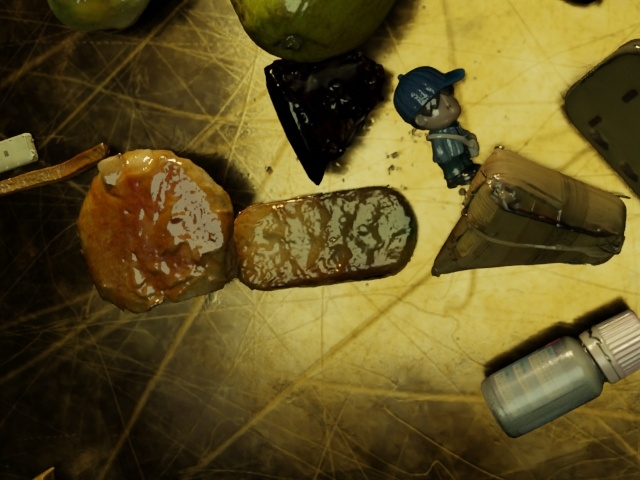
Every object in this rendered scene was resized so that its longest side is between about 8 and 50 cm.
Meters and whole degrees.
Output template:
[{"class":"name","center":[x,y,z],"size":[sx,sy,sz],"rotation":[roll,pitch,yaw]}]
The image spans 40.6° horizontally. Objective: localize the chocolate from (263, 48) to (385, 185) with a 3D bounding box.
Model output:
[{"class":"chocolate","center":[0.018,-0.167,1.025],"size":[0.133,0.156,0.156],"rotation":[-26,92,-4]}]

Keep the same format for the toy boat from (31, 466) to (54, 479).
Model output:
[{"class":"toy boat","center":[-0.373,0.434,1.220],"size":[0.088,0.068,0.226],"rotation":[-3,94,7]}]

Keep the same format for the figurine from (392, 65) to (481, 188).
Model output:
[{"class":"figurine","center":[0.145,-0.138,1.034],"size":[0.087,0.086,0.149],"rotation":[-12,108,37]}]

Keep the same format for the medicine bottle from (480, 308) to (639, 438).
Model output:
[{"class":"medicine bottle","center":[0.297,0.158,1.032],"size":[0.203,0.083,0.083],"rotation":[-30,91,15]}]

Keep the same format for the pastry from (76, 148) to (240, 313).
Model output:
[{"class":"pastry","center":[-0.208,-0.003,1.102],"size":[0.218,0.100,0.229],"rotation":[38,104,8]}]

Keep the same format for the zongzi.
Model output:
[{"class":"zongzi","center":[0.244,0.001,1.030],"size":[0.194,0.099,0.197],"rotation":[19,133,-5]}]

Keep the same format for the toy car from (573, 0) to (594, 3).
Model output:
[{"class":"toy car","center":[0.326,-0.366,0.946],"size":[0.089,0.108,0.209],"rotation":[28,137,3]}]

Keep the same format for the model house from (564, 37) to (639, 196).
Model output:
[{"class":"model house","center":[0.446,-0.181,0.933],"size":[0.279,0.205,0.218],"rotation":[-42,89,-16]}]

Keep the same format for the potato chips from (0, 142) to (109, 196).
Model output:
[{"class":"potato chips","center":[-0.365,-0.090,1.161],"size":[0.204,0.037,0.026],"rotation":[-15,84,18]}]

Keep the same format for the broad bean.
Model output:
[{"class":"broad bean","center":[-0.254,-0.343,1.059],"size":[0.153,0.072,0.206],"rotation":[48,118,6]}]

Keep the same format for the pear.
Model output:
[{"class":"pear","center":[-0.005,-0.320,0.959],"size":[0.212,0.212,0.269],"rotation":[5,62,11]}]

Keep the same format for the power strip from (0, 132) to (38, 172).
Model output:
[{"class":"power strip","center":[-0.426,-0.116,1.177],"size":[0.090,0.016,0.040],"rotation":[-16,95,14]}]

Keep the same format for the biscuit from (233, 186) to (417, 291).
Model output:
[{"class":"biscuit","center":[0.000,0.000,1.100],"size":[0.247,0.029,0.118],"rotation":[-7,92,14]}]
